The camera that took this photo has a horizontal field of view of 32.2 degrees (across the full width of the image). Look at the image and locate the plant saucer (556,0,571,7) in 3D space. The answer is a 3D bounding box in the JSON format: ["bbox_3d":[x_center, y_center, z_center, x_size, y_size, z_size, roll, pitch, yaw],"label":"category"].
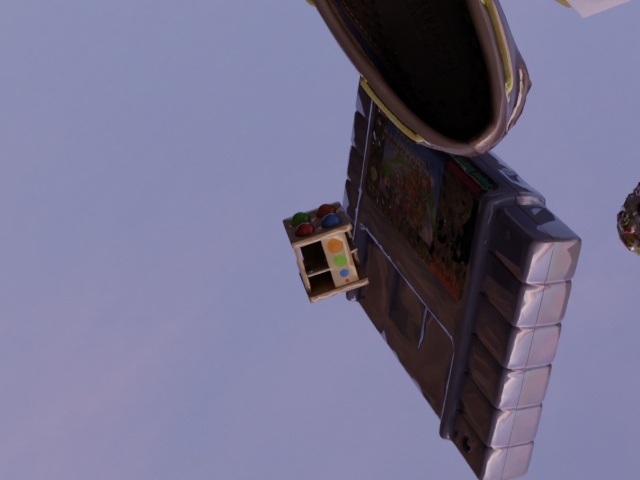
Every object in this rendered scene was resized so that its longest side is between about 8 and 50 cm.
[{"bbox_3d":[0.221,-0.480,1.221,0.081,0.333,0.333,-6,-133,-6],"label":"plant saucer"}]

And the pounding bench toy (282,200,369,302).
[{"bbox_3d":[0.000,0.000,0.934,0.052,0.065,0.083,-19,-155,-3],"label":"pounding bench toy"}]

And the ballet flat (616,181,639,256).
[{"bbox_3d":[0.333,-0.050,0.814,0.241,0.077,0.091,-18,-110,17],"label":"ballet flat"}]

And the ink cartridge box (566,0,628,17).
[{"bbox_3d":[0.237,-0.295,1.037,0.067,0.198,0.115,-17,-103,24],"label":"ink cartridge box"}]

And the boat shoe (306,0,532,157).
[{"bbox_3d":[0.023,-0.195,0.654,0.116,0.324,0.097,-27,-172,12],"label":"boat shoe"}]

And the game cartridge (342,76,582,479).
[{"bbox_3d":[0.098,0.011,0.975,0.355,0.068,0.230,-125,-147,-56],"label":"game cartridge"}]
